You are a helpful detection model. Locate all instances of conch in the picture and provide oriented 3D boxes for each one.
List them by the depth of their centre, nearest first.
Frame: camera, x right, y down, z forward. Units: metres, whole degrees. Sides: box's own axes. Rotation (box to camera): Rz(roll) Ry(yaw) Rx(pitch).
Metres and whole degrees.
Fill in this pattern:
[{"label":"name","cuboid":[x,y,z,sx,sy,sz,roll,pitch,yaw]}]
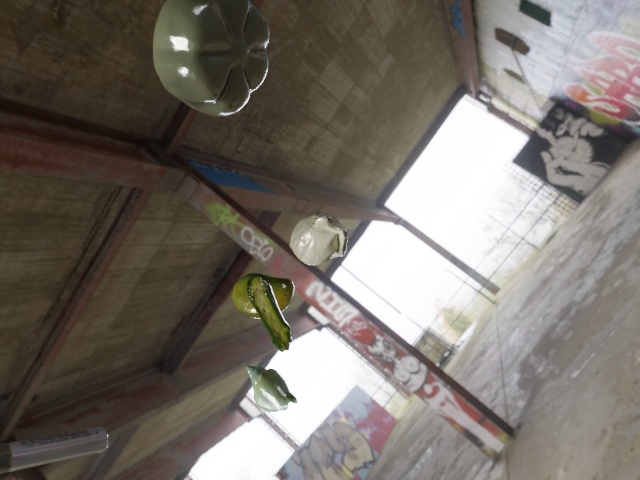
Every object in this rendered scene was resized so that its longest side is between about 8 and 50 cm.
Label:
[{"label":"conch","cuboid":[-0.126,0.339,1.062,0.088,0.180,0.065,-50,-41,-15]}]

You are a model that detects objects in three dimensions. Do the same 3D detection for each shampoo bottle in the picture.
[{"label":"shampoo bottle","cuboid":[-0.595,0.456,1.006,0.228,0.055,0.086,7,-13,-43]}]

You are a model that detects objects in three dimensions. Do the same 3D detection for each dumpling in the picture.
[{"label":"dumpling","cuboid":[0.000,0.000,1.112,0.118,0.136,0.199,-60,7,-29]}]

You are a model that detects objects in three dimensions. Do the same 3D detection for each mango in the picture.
[{"label":"mango","cuboid":[-0.161,0.152,1.250,0.086,0.191,0.122,32,-111,-50]}]

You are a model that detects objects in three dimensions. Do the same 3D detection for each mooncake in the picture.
[{"label":"mooncake","cuboid":[-0.214,-0.399,0.963,0.275,0.135,0.274,-44,-35,-43]}]

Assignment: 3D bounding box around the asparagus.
[{"label":"asparagus","cuboid":[-0.049,0.084,0.489,0.025,0.021,0.108,-23,-59,-4]}]
